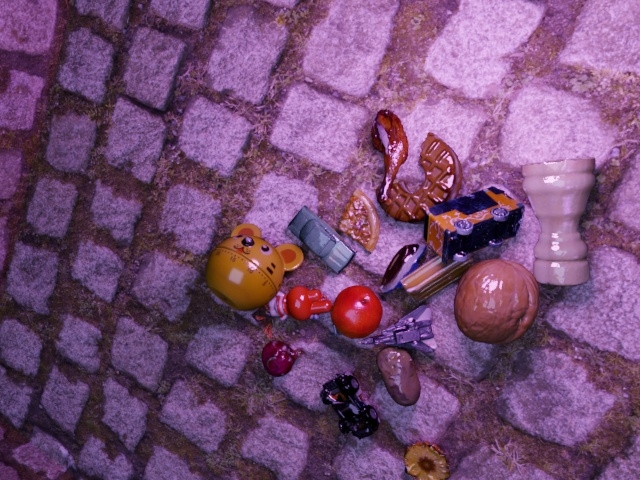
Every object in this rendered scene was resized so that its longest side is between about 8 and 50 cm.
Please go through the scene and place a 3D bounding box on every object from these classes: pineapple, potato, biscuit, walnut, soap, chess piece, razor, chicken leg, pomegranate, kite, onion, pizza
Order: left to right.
[{"bbox_3d":[-0.282,0.367,2.130,0.125,0.008,0.222,8,99,19],"label":"kite"},{"bbox_3d":[-0.180,0.544,2.047,0.198,0.135,0.173,-20,92,19],"label":"onion"},{"bbox_3d":[0.060,0.362,1.997,0.068,0.040,0.134,-12,85,20],"label":"razor"},{"bbox_3d":[0.145,0.309,1.873,0.220,0.221,0.257,55,142,6],"label":"pomegranate"},{"bbox_3d":[0.153,-0.078,1.896,0.197,0.058,0.291,-8,94,21],"label":"pizza"},{"bbox_3d":[0.265,-0.341,1.728,0.158,0.096,0.406,-17,68,45],"label":"chicken leg"},{"bbox_3d":[0.327,0.563,1.852,0.165,0.165,0.262,-18,93,21],"label":"potato"},{"bbox_3d":[0.393,-0.210,1.722,0.366,0.115,0.268,-53,59,28],"label":"biscuit"},{"bbox_3d":[0.456,0.946,1.898,0.225,0.076,0.224,3,99,22],"label":"pineapple"},{"bbox_3d":[0.465,0.129,1.737,0.274,0.173,0.089,-36,58,13],"label":"soap"},{"bbox_3d":[0.637,0.229,1.632,0.333,0.333,0.332,2,97,19],"label":"walnut"},{"bbox_3d":[0.846,-0.067,1.579,0.234,0.234,0.441,-2,100,20],"label":"chess piece"}]

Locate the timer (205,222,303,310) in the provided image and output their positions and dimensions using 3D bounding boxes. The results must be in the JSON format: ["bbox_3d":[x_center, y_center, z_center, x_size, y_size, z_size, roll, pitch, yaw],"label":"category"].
[{"bbox_3d":[-0.310,0.106,1.961,0.376,0.376,0.386,29,64,14],"label":"timer"}]

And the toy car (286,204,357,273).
[{"bbox_3d":[0.000,0.000,1.939,0.321,0.097,0.141,43,109,11],"label":"toy car"}]

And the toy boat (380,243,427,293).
[{"bbox_3d":[0.350,0.123,1.832,0.115,0.114,0.261,22,106,-22],"label":"toy boat"}]

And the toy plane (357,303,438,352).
[{"bbox_3d":[0.310,0.385,1.798,0.316,0.103,0.204,-11,93,-10],"label":"toy plane"}]

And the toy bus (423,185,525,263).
[{"bbox_3d":[0.550,-0.063,1.610,0.324,0.194,0.161,-19,130,-14],"label":"toy bus"}]

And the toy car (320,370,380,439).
[{"bbox_3d":[0.134,0.736,1.968,0.193,0.118,0.301,-38,84,28],"label":"toy car"}]

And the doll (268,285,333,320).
[{"bbox_3d":[-0.089,0.284,1.989,0.291,0.130,0.160,-9,90,15],"label":"doll"}]
